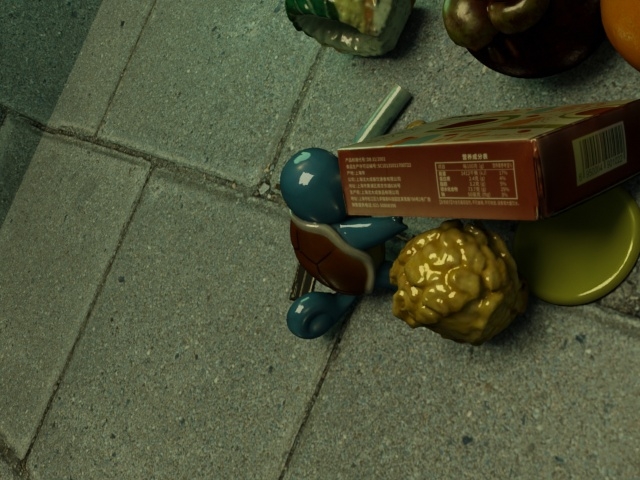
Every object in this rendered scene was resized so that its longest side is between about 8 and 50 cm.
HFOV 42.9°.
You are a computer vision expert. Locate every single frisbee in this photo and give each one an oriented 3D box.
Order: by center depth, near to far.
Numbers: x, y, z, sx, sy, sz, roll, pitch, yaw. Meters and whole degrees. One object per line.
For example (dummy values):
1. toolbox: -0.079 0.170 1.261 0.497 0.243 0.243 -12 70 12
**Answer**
1. frisbee: 0.428 -0.002 1.379 0.236 0.017 0.236 -22 55 37

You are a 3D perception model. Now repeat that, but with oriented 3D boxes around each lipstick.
1. lipstick: 0.135 -0.267 1.783 0.158 0.048 0.048 -53 43 12

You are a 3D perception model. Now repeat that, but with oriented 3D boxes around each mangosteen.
1. mangosteen: 0.359 -0.438 1.417 0.306 0.347 0.307 6 100 34

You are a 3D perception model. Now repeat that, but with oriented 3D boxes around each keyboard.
1. keyboard: -0.025 0.038 1.822 0.067 0.011 0.202 0 71 43

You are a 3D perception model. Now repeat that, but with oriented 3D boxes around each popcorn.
1. popcorn: 0.228 0.075 1.374 0.250 0.250 0.190 -7 53 43

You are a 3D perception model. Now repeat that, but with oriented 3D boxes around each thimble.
1. thimble: 0.068 -0.529 1.823 0.288 0.254 0.167 18 85 47

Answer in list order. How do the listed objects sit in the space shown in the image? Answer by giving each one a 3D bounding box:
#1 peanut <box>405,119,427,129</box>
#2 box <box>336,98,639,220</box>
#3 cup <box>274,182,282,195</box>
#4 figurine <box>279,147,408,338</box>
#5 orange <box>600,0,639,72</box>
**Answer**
1. peanut: 0.212 -0.156 1.629 0.089 0.089 0.193 -21 61 38
2. box: 0.284 -0.135 1.347 0.385 0.344 0.122 4 108 46
3. cup: -0.042 -0.117 1.849 0.074 0.099 0.102 -55 43 10
4. figurine: 0.036 -0.002 1.605 0.298 0.243 0.416 -129 31 -50
5. orange: 0.573 -0.379 1.212 0.312 0.312 0.312 -22 56 37
